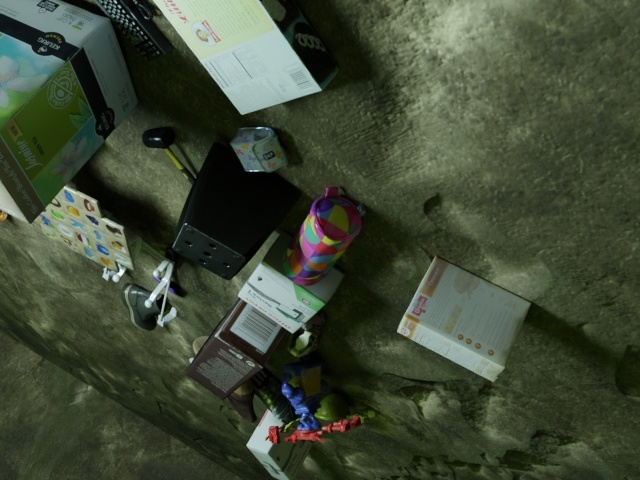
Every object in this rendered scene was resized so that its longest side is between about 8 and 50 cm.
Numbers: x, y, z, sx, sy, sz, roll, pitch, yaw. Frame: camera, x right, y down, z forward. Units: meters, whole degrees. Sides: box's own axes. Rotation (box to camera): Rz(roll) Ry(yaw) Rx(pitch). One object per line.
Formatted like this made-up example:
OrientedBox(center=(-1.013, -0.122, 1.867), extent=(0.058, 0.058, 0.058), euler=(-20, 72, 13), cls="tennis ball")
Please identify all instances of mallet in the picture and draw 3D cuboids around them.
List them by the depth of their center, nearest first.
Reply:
OrientedBox(center=(-0.290, -0.153, 1.426), extent=(0.062, 0.039, 0.190), euler=(9, 146, 32), cls="mallet")

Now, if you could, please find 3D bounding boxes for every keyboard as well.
OrientedBox(center=(-0.317, -0.372, 1.146), extent=(0.108, 0.023, 0.180), euler=(-7, 133, 47), cls="keyboard")

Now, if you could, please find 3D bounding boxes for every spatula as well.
OrientedBox(center=(-0.402, 0.081, 1.862), extent=(0.084, 0.030, 0.296), euler=(37, 150, 4), cls="spatula")

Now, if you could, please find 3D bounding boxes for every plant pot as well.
OrientedBox(center=(-0.175, -0.038, 1.333), extent=(0.187, 0.167, 0.188), euler=(30, 148, -9), cls="plant pot")

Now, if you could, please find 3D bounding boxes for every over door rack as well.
OrientedBox(center=(-0.495, 0.092, 1.848), extent=(0.239, 0.108, 0.324), euler=(37, 149, 13), cls="over door rack")

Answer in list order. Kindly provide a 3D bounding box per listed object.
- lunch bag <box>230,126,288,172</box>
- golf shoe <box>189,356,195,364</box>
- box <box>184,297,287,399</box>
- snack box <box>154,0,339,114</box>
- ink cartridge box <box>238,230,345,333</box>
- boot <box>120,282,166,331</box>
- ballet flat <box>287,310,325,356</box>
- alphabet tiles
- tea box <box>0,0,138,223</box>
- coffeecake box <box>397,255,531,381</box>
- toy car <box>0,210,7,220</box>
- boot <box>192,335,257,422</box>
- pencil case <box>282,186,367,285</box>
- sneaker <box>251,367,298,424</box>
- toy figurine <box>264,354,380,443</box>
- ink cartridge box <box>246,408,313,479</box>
OrientedBox(center=(-0.104, -0.157, 1.229), extent=(0.083, 0.053, 0.071), euler=(3, 140, 27), cls="lunch bag")
OrientedBox(center=(-0.395, 0.405, 2.288), extent=(0.086, 0.069, 0.176), euler=(32, 149, 13), cls="golf shoe")
OrientedBox(center=(-0.202, 0.251, 1.769), extent=(0.143, 0.191, 0.381), euler=(35, 148, -3), cls="box")
OrientedBox(center=(-0.136, -0.333, 0.998), extent=(0.187, 0.060, 0.322), euler=(-5, 133, 45), cls="snack box")
OrientedBox(center=(-0.068, 0.096, 1.516), extent=(0.160, 0.092, 0.219), euler=(35, 149, -3), cls="ink cartridge box")
OrientedBox(center=(-0.503, 0.217, 2.113), extent=(0.137, 0.077, 0.198), euler=(10, 144, 25), cls="boot")
OrientedBox(center=(-0.041, 0.235, 1.703), extent=(0.077, 0.079, 0.221), euler=(29, 150, 5), cls="ballet flat")
OrientedBox(center=(-0.587, -0.048, 1.658), extent=(0.342, 0.011, 0.285), euler=(25, 147, 13), cls="alphabet tiles")
OrientedBox(center=(-0.562, -0.260, 1.225), extent=(0.329, 0.323, 0.220), euler=(24, 154, 14), cls="tea box")
OrientedBox(center=(0.249, 0.134, 1.230), extent=(0.185, 0.142, 0.068), euler=(27, 149, 10), cls="coffeecake box")
OrientedBox(center=(-0.942, -0.069, 2.123), extent=(0.122, 0.060, 0.040), euler=(16, 178, 38), cls="toy car")
OrientedBox(center=(-0.284, 0.412, 2.091), extent=(0.248, 0.090, 0.207), euler=(30, 137, 39), cls="boot")
OrientedBox(center=(0.000, 0.000, 1.319), extent=(0.104, 0.104, 0.236), euler=(33, 147, -1), cls="pencil case")
OrientedBox(center=(-0.166, 0.464, 2.156), extent=(0.132, 0.086, 0.229), euler=(-9, 120, 55), cls="sneaker")
OrientedBox(center=(0.000, 0.377, 1.829), extent=(0.191, 0.217, 0.362), euler=(-9, 175, 31), cls="toy figurine")
OrientedBox(center=(-0.130, 0.676, 2.337), extent=(0.092, 0.158, 0.218), euler=(9, 143, 33), cls="ink cartridge box")
